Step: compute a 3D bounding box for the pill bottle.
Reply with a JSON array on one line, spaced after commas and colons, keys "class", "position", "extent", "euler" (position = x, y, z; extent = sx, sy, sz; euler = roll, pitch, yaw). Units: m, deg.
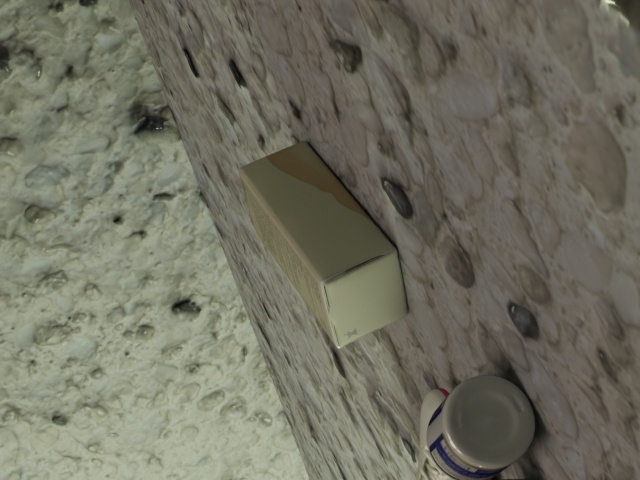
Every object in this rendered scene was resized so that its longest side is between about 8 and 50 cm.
[{"class": "pill bottle", "position": [0.191, 0.240, 1.459], "extent": [0.112, 0.112, 0.186], "euler": [62, 167, 15]}]

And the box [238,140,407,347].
[{"class": "box", "position": [0.000, 0.000, 1.769], "extent": [0.311, 0.121, 0.148], "euler": [53, 162, 45]}]

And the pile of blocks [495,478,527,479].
[{"class": "pile of blocks", "position": [0.279, 0.453, 1.451], "extent": [0.149, 0.113, 0.362], "euler": [-50, 52, 28]}]

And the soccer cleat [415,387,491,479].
[{"class": "soccer cleat", "position": [0.178, 0.369, 1.673], "extent": [0.116, 0.143, 0.331], "euler": [41, 152, 62]}]
